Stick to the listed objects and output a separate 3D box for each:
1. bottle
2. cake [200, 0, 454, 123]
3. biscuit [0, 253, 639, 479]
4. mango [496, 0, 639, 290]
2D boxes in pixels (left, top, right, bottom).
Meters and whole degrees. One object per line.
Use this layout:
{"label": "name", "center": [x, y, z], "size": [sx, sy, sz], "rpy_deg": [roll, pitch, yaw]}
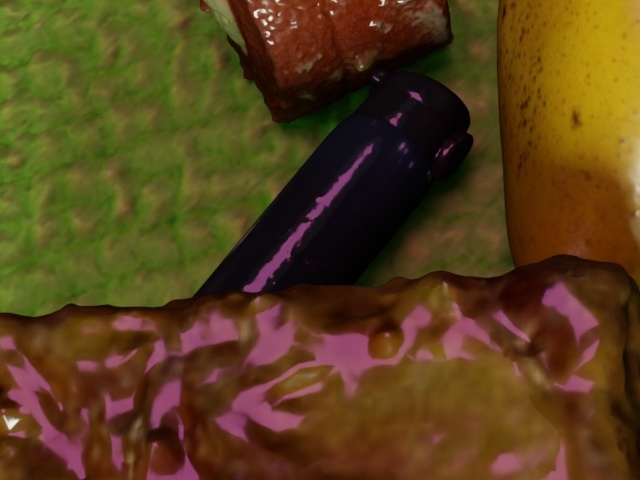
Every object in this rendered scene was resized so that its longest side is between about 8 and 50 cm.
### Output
{"label": "bottle", "center": [0.000, 0.000, 1.004], "size": [0.082, 0.072, 0.244], "rpy_deg": [32, 73, 21]}
{"label": "cake", "center": [-0.031, -0.222, 1.094], "size": [0.151, 0.177, 0.283], "rpy_deg": [-28, 55, 1]}
{"label": "biscuit", "center": [-0.027, 0.196, 0.812], "size": [0.395, 0.166, 0.343], "rpy_deg": [-4, 63, 15]}
{"label": "mango", "center": [0.180, -0.088, 0.920], "size": [0.191, 0.159, 0.290], "rpy_deg": [2, 81, 65]}
